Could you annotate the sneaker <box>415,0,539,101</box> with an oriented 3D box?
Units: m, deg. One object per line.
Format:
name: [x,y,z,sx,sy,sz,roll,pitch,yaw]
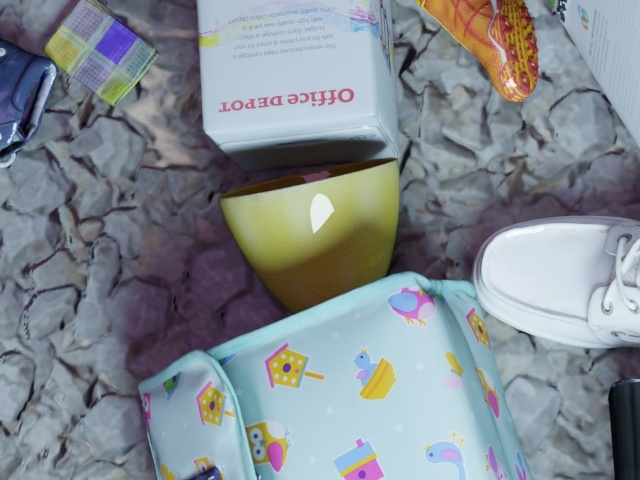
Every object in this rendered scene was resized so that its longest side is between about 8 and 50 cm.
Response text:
sneaker: [0.112,-0.177,1.456,0.067,0.064,0.175,-33,70,29]

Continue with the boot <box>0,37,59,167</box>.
boot: [-0.279,-0.072,1.502,0.086,0.069,0.190,21,81,18]

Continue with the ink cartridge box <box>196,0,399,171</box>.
ink cartridge box: [-0.016,-0.151,1.432,0.128,0.127,0.176,-5,77,10]

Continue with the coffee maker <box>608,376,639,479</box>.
coffee maker: [0.233,0.184,1.299,0.171,0.120,0.178,5,67,-9]

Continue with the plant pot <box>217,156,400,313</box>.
plant pot: [0.000,0.000,1.407,0.134,0.134,0.095,-11,96,10]

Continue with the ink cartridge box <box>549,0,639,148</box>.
ink cartridge box: [0.242,-0.172,1.346,0.097,0.189,0.255,-22,63,-9]

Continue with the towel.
towel: [-0.175,-0.150,1.528,0.083,0.009,0.060,40,88,17]

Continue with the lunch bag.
lunch bag: [0.002,0.164,1.349,0.262,0.160,0.223,-20,78,19]

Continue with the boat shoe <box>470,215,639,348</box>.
boat shoe: [0.239,0.027,1.355,0.277,0.096,0.098,6,79,13]
